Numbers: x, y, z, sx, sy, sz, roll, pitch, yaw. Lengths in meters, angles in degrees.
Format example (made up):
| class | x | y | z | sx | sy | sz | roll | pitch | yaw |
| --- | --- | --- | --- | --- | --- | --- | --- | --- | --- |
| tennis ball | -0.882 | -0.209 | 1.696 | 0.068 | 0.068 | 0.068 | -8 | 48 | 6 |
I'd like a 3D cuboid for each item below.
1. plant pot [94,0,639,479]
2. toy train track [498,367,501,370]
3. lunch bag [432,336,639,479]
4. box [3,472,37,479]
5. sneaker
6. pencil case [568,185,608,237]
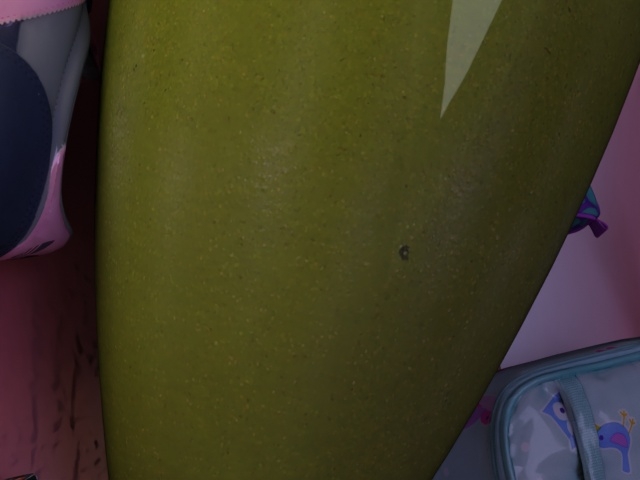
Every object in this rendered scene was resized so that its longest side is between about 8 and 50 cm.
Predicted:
| class | x | y | z | sx | sy | sz | roll | pitch | yaw |
| --- | --- | --- | --- | --- | --- | --- | --- | --- | --- |
| plant pot | 0.000 | 0.000 | 0.969 | 0.275 | 0.275 | 0.293 | 19 | 81 | -37 |
| toy train track | 0.116 | 0.095 | 1.190 | 0.083 | 0.014 | 0.048 | 7 | 66 | -47 |
| lunch bag | 0.179 | 0.200 | 1.129 | 0.224 | 0.108 | 0.279 | -9 | 86 | -33 |
| box | -0.169 | 0.179 | 0.898 | 0.137 | 0.027 | 0.094 | -28 | 99 | -43 |
| sneaker | -0.160 | -0.140 | 0.963 | 0.131 | 0.112 | 0.319 | 33 | 59 | -51 |
| pencil case | 0.143 | -0.078 | 1.228 | 0.070 | 0.064 | 0.151 | 6 | 72 | -15 |
